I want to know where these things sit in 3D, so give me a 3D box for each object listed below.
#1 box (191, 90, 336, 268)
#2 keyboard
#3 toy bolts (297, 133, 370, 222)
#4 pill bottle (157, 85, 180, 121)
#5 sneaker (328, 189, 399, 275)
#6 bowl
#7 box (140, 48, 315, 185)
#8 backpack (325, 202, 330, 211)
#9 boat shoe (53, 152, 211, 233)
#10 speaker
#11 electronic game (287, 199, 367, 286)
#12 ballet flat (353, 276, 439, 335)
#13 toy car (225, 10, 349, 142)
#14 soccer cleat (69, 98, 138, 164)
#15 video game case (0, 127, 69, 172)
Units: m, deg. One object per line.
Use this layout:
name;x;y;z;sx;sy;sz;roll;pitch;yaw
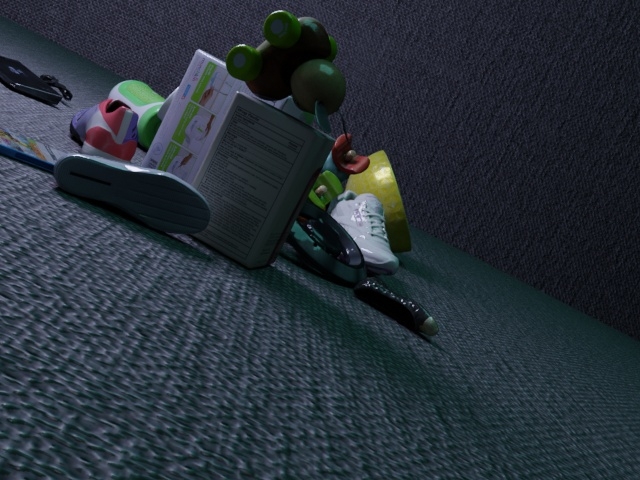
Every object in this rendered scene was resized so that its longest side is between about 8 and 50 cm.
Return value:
box;-0.101;-0.093;1.241;0.149;0.232;0.127;30;9;12
keyboard;-0.683;-0.375;1.853;0.202;0.033;0.317;11;18;-43
toy bolts;-0.023;-0.168;1.888;0.229;0.158;0.218;-36;93;-38
pill bottle;-0.219;-0.220;1.732;0.272;0.152;0.152;44;7;-3
sneaker;0.092;-0.024;1.747;0.114;0.152;0.305;25;9;-31
bowl;0.134;-0.087;2.156;0.156;0.289;0.289;-16;11;0
box;-0.174;-0.182;1.471;0.231;0.261;0.127;30;8;25
backpack;-0.025;-0.128;2.132;0.101;0.120;0.098;34;11;37
boat shoe;-0.265;-0.078;1.139;0.226;0.083;0.076;24;10;-20
speaker;-0.420;-0.301;1.909;0.131;0.131;0.296;22;10;-37
electronic game;0.000;0.000;1.505;0.229;0.048;0.229;37;20;-16
ballet flat;0.132;0.121;1.379;0.173;0.057;0.049;31;49;32
toy car;-0.022;-0.225;1.189;0.188;0.149;0.155;59;22;15
soccer cleat;-0.390;-0.212;1.464;0.109;0.116;0.318;24;9;-26
video game case;-0.428;-0.131;1.188;0.166;0.015;0.119;22;10;-35
